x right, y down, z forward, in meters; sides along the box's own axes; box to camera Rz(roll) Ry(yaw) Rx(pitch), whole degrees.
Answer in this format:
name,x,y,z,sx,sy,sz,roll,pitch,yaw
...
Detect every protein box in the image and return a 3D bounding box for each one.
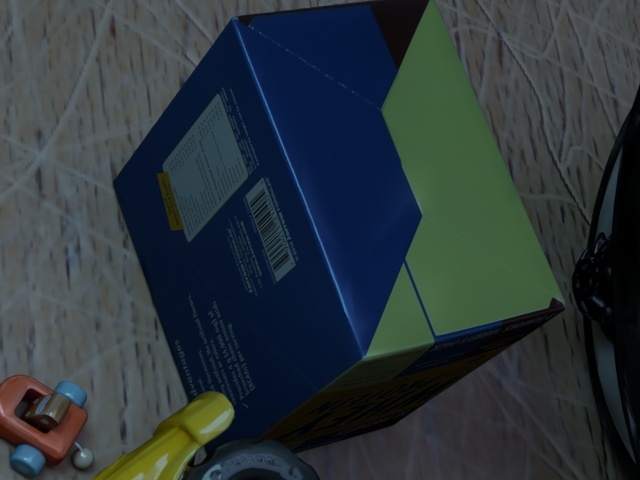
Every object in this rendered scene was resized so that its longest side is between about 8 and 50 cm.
name,x,y,z,sx,sy,sz,roll,pitch,yaw
protein box,0.000,0.000,0.897,0.136,0.201,0.199,-12,72,-31

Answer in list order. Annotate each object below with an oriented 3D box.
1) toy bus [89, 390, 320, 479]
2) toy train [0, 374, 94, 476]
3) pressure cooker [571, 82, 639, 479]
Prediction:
name,x,y,z,sx,sy,sz,roll,pitch,yaw
toy bus,-0.075,0.220,0.797,0.211,0.149,0.220,-32,86,-22
toy train,-0.196,0.119,0.833,0.125,0.046,0.166,38,54,-5
pressure cooker,0.363,0.036,0.974,0.420,0.375,0.370,7,38,-24
